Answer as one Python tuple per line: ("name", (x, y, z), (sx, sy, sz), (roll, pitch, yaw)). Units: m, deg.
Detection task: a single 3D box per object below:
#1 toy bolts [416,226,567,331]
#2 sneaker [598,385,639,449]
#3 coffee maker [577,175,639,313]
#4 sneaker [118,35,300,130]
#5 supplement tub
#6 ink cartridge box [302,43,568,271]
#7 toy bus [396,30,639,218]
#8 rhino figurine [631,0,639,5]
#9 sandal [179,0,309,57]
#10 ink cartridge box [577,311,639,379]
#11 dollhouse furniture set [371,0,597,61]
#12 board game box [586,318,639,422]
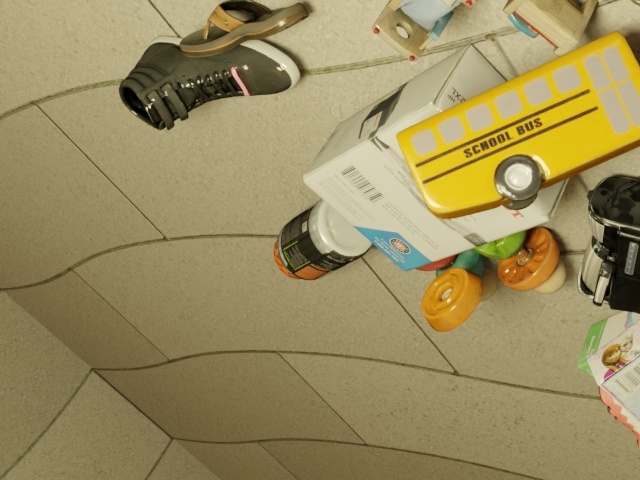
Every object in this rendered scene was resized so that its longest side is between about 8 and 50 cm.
("toy bolts", (0.242, 0.066, 1.397), (0.158, 0.218, 0.228), (38, 168, -25))
("sneaker", (0.529, 0.274, 1.329), (0.136, 0.116, 0.314), (-12, 128, 47))
("coffee maker", (0.437, 0.006, 1.220), (0.171, 0.120, 0.178), (-2, 144, 8))
("sneaker", (-0.173, -0.222, 1.355), (0.295, 0.147, 0.104), (11, 145, 33))
("supplement tub", (0.000, 0.000, 1.569), (0.117, 0.117, 0.190), (39, 149, -14))
("ink cartridge box", (0.158, -0.100, 1.267), (0.223, 0.129, 0.307), (42, 148, -16))
("toy bus", (0.263, -0.126, 1.023), (0.108, 0.332, 0.130), (20, -133, -78))
("rhino figurine", (0.411, -0.257, 0.870), (0.243, 0.073, 0.106), (-1, 142, 44))
("sandal", (-0.112, -0.302, 1.255), (0.219, 0.090, 0.060), (-2, 120, 45))
("ink cartridge box", (0.523, 0.173, 1.390), (0.154, 0.093, 0.212), (35, 147, -8))
("dollhouse furniture set", (0.181, -0.251, 1.023), (0.183, 0.129, 0.129), (36, 150, -9))
("board game box", (0.574, 0.169, 1.189), (0.318, 0.066, 0.318), (-41, 109, 18))
